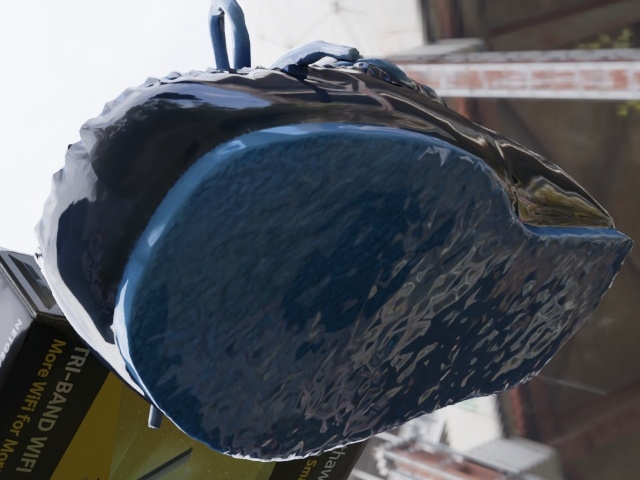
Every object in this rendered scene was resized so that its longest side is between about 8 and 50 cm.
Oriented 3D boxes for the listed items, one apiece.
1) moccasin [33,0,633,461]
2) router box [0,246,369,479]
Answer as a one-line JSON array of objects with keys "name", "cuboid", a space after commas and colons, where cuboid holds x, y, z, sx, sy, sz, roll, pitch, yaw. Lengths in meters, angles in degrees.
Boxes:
[{"name": "moccasin", "cuboid": [0.000, 0.000, 0.535, 0.138, 0.117, 0.342, -52, -23, 9]}, {"name": "router box", "cuboid": [-0.132, 0.173, 0.855, 0.243, 0.081, 0.309, 15, -71, -39]}]
